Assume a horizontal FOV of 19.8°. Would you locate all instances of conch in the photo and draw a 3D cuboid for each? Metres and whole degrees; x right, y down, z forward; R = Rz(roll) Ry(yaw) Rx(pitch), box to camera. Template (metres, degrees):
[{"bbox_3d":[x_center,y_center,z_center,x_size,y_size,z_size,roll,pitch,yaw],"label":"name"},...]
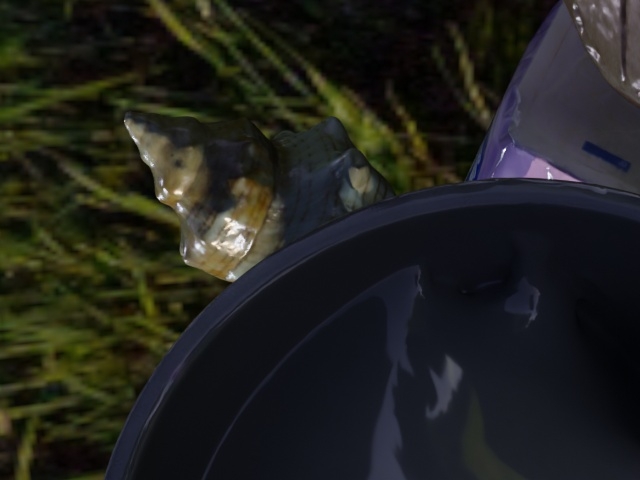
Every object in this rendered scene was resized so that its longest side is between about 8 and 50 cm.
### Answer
[{"bbox_3d":[0.004,-0.012,1.566,0.203,0.386,0.170,-86,18,-61],"label":"conch"}]

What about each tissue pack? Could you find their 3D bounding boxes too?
[{"bbox_3d":[0.182,-0.018,1.365,0.160,0.242,0.338,29,141,6],"label":"tissue pack"}]

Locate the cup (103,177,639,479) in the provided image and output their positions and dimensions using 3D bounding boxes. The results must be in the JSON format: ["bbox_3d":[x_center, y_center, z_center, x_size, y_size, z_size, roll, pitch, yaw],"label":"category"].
[{"bbox_3d":[0.126,0.131,0.656,0.356,0.274,0.259,-27,59,-1],"label":"cup"}]

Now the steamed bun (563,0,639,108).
[{"bbox_3d":[0.179,-0.127,0.821,0.175,0.106,0.145,52,147,43],"label":"steamed bun"}]
